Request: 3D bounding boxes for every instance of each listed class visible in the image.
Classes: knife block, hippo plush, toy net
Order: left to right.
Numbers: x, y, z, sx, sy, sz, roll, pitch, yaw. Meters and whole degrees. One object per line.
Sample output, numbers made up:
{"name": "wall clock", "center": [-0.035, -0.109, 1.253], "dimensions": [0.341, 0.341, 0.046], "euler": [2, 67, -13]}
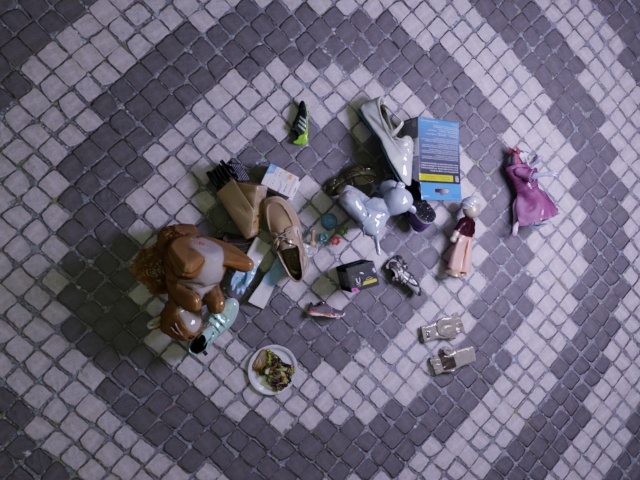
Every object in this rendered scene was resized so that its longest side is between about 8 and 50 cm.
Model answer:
{"name": "knife block", "center": [-0.333, -0.163, 1.785], "dimensions": [0.242, 0.088, 0.275], "euler": [12, 102, 19]}
{"name": "toy net", "center": [0.000, 0.000, 1.906], "dimensions": [0.232, 0.045, 0.122], "euler": [-46, 101, -8]}
{"name": "hippo plush", "center": [0.224, -0.151, 1.814], "dimensions": [0.236, 0.294, 0.234], "euler": [-36, 118, 9]}

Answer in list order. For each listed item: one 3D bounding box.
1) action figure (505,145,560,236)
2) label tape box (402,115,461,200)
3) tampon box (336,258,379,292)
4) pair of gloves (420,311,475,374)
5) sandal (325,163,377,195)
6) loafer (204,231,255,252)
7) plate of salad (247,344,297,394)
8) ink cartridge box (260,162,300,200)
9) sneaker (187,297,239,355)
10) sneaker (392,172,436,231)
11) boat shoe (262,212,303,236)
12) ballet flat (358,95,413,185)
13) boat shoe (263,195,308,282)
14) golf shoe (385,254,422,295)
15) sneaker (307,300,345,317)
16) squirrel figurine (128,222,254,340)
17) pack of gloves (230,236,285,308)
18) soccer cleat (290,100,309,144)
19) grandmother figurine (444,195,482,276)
{"name": "action figure", "center": [0.900, -0.241, 2.070], "dimensions": [0.276, 0.248, 0.370], "euler": [-27, 92, 21]}
{"name": "label tape box", "center": [0.464, -0.328, 1.948], "dimensions": [0.240, 0.106, 0.333], "euler": [-1, 90, -32]}
{"name": "tampon box", "center": [0.146, 0.141, 1.875], "dimensions": [0.120, 0.161, 0.101], "euler": [-15, 93, -12]}
{"name": "pair of gloves", "center": [0.548, 0.449, 2.026], "dimensions": [0.204, 0.042, 0.240], "euler": [-20, 92, -9]}
{"name": "sandal", "center": [0.125, -0.245, 1.932], "dimensions": [0.219, 0.060, 0.090], "euler": [-28, 90, 3]}
{"name": "loafer", "center": [-0.347, 0.006, 1.797], "dimensions": [0.220, 0.080, 0.078], "euler": [-7, 108, -12]}
{"name": "plate of salad", "center": [-0.187, 0.514, 1.853], "dimensions": [0.200, 0.048, 0.200], "euler": [0, 89, -13]}
{"name": "ink cartridge box", "center": [-0.155, -0.227, 1.846], "dimensions": [0.143, 0.090, 0.092], "euler": [25, 84, -11]}
{"name": "sneaker", "center": [-0.395, 0.328, 1.755], "dimensions": [0.094, 0.151, 0.256], "euler": [41, 80, -8]}
{"name": "sneaker", "center": [0.363, -0.163, 1.962], "dimensions": [0.107, 0.124, 0.283], "euler": [-15, 67, -23]}
{"name": "boat shoe", "center": [-0.171, -0.064, 1.855], "dimensions": [0.228, 0.068, 0.081], "euler": [34, 113, -9]}
{"name": "ballet flat", "center": [0.289, -0.412, 1.871], "dimensions": [0.139, 0.139, 0.400], "euler": [-23, 74, -12]}
{"name": "boat shoe", "center": [-0.125, -0.004, 1.776], "dimensions": [0.121, 0.110, 0.341], "euler": [-19, 110, 9]}
{"name": "golf shoe", "center": [0.349, 0.160, 1.974], "dimensions": [0.094, 0.077, 0.198], "euler": [-33, 90, 0]}
{"name": "sneaker", "center": [0.026, 0.277, 1.900], "dimensions": [0.158, 0.061, 0.065], "euler": [7, 82, -13]}
{"name": "squirrel figurine", "center": [-0.499, 0.153, 1.690], "dimensions": [0.397, 0.281, 0.370], "euler": [35, 114, 30]}
{"name": "pack of gloves", "center": [-0.226, 0.133, 1.812], "dimensions": [0.195, 0.046, 0.232], "euler": [35, 81, -35]}
{"name": "soccer cleat", "center": [-0.084, -0.473, 1.882], "dimensions": [0.072, 0.060, 0.179], "euler": [-2, 93, -12]}
{"name": "grandmother figurine", "center": [0.614, -0.021, 1.988], "dimensions": [0.104, 0.208, 0.342], "euler": [14, 99, 28]}
